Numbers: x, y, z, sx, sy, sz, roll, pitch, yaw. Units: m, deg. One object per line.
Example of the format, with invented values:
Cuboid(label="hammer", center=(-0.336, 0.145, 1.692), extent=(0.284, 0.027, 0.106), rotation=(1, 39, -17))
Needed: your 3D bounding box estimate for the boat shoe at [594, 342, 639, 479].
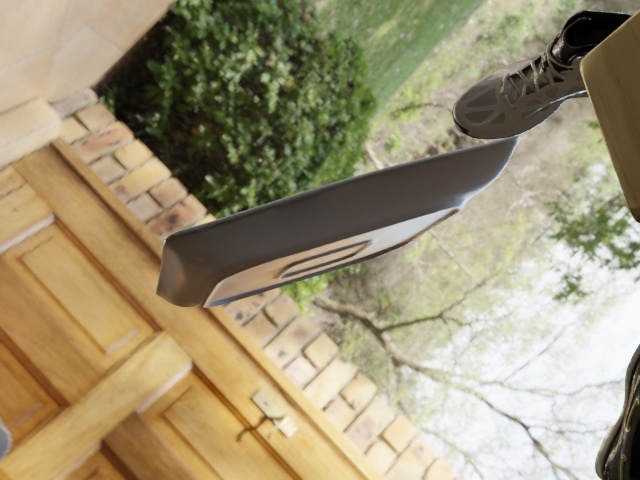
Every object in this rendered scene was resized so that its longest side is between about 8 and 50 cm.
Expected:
Cuboid(label="boat shoe", center=(0.545, 0.279, 1.289), extent=(0.091, 0.109, 0.305), rotation=(-132, -123, -72))

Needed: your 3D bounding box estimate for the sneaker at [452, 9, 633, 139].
Cuboid(label="sneaker", center=(0.473, -0.375, 1.699), extent=(0.447, 0.169, 0.257), rotation=(-19, 159, 19))

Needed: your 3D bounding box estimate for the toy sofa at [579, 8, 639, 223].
Cuboid(label="toy sofa", center=(0.381, -0.073, 0.565), extent=(0.177, 0.362, 0.150), rotation=(-42, -138, 44))

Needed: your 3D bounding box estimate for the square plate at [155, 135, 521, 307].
Cuboid(label="square plate", center=(0.000, 0.000, 0.853), extent=(0.347, 0.049, 0.344), rotation=(-16, 172, -16))
